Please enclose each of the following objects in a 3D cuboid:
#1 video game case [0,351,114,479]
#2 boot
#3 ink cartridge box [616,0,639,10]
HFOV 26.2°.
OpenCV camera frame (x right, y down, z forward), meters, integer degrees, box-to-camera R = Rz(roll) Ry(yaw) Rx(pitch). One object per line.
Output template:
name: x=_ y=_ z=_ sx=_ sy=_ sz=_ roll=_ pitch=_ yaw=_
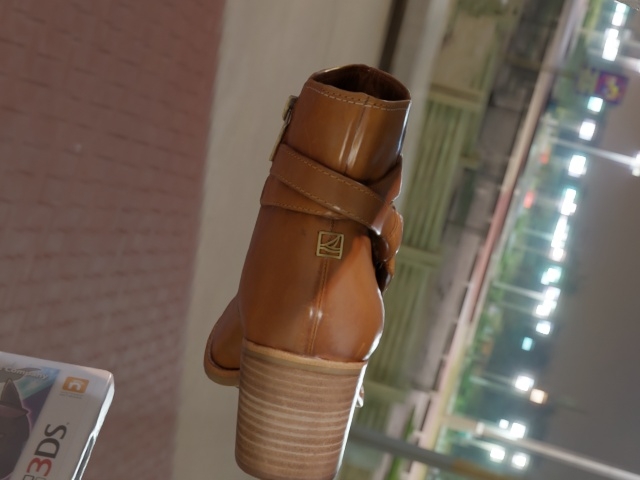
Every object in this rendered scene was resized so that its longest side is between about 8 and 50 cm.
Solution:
video game case: x=-0.216 y=0.104 z=0.644 sx=0.183 sy=0.201 sz=0.023 roll=-78 pitch=177 yaw=-59
boot: x=0.000 y=0.000 z=0.579 sx=0.197 sy=0.073 sz=0.152 roll=-121 pitch=-139 yaw=-76
ink cartridge box: x=0.204 y=-0.168 z=0.748 sx=0.060 sy=0.180 sz=0.104 roll=-51 pitch=148 yaw=-14
